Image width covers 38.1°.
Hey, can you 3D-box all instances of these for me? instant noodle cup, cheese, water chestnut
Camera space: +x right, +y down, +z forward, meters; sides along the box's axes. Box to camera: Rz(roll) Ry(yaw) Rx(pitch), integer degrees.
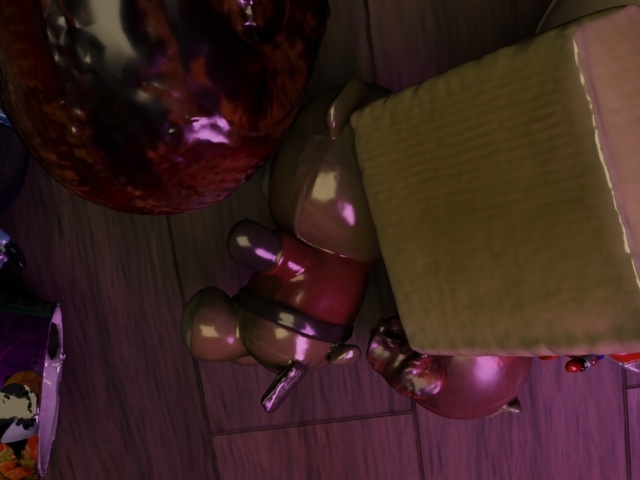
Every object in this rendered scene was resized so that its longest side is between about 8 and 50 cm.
[{"bbox_3d":[-0.383,0.155,0.996,0.190,0.251,0.251,4,107,-9],"label":"instant noodle cup"},{"bbox_3d":[0.162,-0.031,0.742,0.124,0.265,0.242,-12,90,-33],"label":"cheese"},{"bbox_3d":[-0.166,-0.200,0.843,0.302,0.350,0.350,3,109,29],"label":"water chestnut"}]

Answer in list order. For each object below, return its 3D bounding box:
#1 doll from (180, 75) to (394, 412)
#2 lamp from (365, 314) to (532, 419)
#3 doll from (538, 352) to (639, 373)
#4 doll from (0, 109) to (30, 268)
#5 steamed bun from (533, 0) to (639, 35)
[{"bbox_3d":[0.000,0.000,0.927,0.174,0.235,0.330,28,94,25],"label":"doll"},{"bbox_3d":[0.134,0.108,0.981,0.215,0.151,0.223,-45,128,-28],"label":"lamp"},{"bbox_3d":[0.320,0.098,1.021,0.195,0.104,0.062,-6,150,-26],"label":"doll"},{"bbox_3d":[-0.380,-0.069,0.937,0.177,0.141,0.314,6,68,-22],"label":"doll"},{"bbox_3d":[0.346,-0.098,0.859,0.334,0.334,0.374,-11,115,5],"label":"steamed bun"}]
